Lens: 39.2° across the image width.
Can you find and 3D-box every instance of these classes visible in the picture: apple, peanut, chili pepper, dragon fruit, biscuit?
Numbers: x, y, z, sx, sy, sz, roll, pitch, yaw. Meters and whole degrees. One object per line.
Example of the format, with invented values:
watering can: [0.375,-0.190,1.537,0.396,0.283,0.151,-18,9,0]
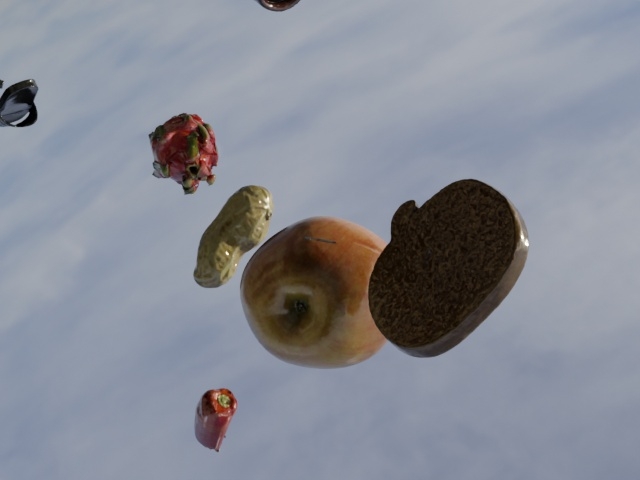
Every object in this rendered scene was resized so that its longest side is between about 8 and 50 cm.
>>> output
apple: [0.001,0.132,2.189,0.392,0.391,0.346,-25,-173,25]
peanut: [-0.241,-0.008,2.487,0.153,0.140,0.325,27,-100,14]
chili pepper: [-0.181,0.298,1.527,0.073,0.070,0.123,-42,160,-40]
dragon fruit: [-0.291,-0.180,1.907,0.166,0.160,0.172,-55,-155,15]
biscuit: [0.259,0.048,1.914,0.394,0.070,0.350,-44,-133,19]

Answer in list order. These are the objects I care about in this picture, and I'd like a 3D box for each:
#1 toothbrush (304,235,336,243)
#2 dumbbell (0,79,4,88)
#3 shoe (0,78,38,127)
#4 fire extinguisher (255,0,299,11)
toothbrush: [0.000,0.000,2.035,0.097,0.008,0.006,9,-127,43]
dumbbell: [-0.921,-0.408,2.135,0.143,0.326,0.143,-168,-90,-78]
shoe: [-0.504,-0.214,1.502,0.071,0.049,0.179,-25,180,-29]
fire extinguisher: [-0.162,-0.477,1.441,0.138,0.102,0.344,-36,-127,-11]
